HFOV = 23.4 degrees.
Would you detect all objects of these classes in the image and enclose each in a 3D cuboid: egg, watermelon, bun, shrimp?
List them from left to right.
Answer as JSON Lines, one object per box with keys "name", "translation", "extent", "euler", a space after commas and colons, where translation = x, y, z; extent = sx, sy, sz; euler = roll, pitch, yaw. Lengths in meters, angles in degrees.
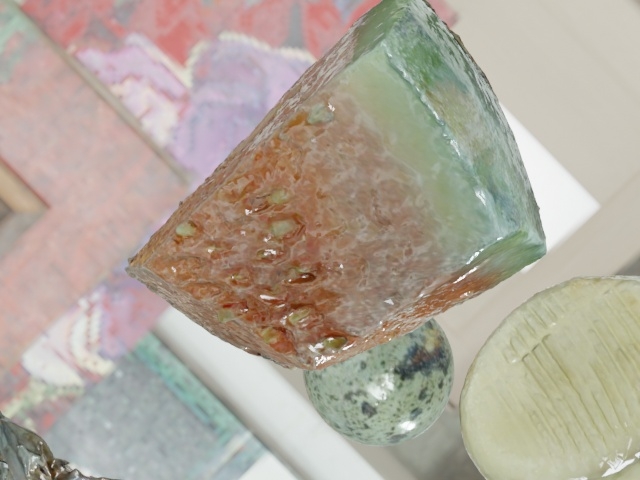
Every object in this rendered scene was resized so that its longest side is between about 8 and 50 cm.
{"name": "shrimp", "translation": [-0.224, 0.265, 1.532], "extent": [0.164, 0.317, 0.062], "euler": [-20, -143, 14]}
{"name": "watermelon", "translation": [0.000, 0.000, 0.909], "extent": [0.256, 0.193, 0.140], "euler": [-29, -162, 22]}
{"name": "egg", "translation": [0.048, 0.108, 1.365], "extent": [0.132, 0.132, 0.172], "euler": [-44, -156, 6]}
{"name": "bun", "translation": [0.190, 0.108, 1.037], "extent": [0.188, 0.164, 0.111], "euler": [-39, 140, 6]}

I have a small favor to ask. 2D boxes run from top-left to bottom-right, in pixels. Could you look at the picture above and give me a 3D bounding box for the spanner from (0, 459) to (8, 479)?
{"name": "spanner", "translation": [-0.403, 0.172, 1.318], "extent": [0.026, 0.325, 0.093], "euler": [39, -78, 49]}
